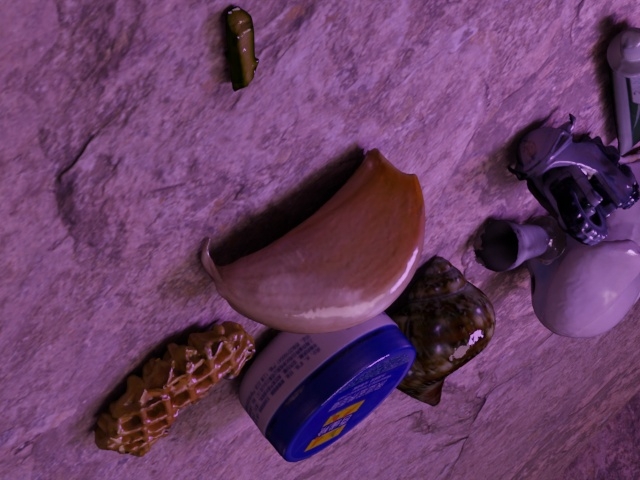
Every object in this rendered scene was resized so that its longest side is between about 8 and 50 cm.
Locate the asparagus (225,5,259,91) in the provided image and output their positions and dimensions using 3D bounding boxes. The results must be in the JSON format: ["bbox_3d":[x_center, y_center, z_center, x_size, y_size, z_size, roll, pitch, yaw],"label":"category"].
[{"bbox_3d":[-0.064,-0.150,1.270,0.025,0.021,0.108,-36,159,-18],"label":"asparagus"}]

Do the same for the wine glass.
[{"bbox_3d":[0.267,0.004,2.096,0.155,0.072,0.072,-8,140,-56],"label":"wine glass"}]

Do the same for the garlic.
[{"bbox_3d":[-0.001,0.014,1.595,0.245,0.145,0.164,-31,125,-25],"label":"garlic"}]

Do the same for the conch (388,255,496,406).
[{"bbox_3d":[0.144,0.117,2.043,0.181,0.124,0.187,-57,-175,9],"label":"conch"}]

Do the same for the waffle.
[{"bbox_3d":[-0.153,0.161,1.685,0.194,0.051,0.149,-46,157,10],"label":"waffle"}]

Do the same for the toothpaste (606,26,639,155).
[{"bbox_3d":[0.397,-0.190,1.968,0.099,0.061,0.392,-43,162,2],"label":"toothpaste"}]

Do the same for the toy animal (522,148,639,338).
[{"bbox_3d":[0.419,0.008,2.230,0.249,0.174,0.289,-26,153,-35],"label":"toy animal"}]

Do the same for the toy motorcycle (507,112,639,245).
[{"bbox_3d":[0.320,-0.082,1.955,0.106,0.159,0.270,-41,178,26],"label":"toy motorcycle"}]

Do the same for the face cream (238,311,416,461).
[{"bbox_3d":[0.005,0.157,1.873,0.206,0.111,0.206,-35,159,-16],"label":"face cream"}]
